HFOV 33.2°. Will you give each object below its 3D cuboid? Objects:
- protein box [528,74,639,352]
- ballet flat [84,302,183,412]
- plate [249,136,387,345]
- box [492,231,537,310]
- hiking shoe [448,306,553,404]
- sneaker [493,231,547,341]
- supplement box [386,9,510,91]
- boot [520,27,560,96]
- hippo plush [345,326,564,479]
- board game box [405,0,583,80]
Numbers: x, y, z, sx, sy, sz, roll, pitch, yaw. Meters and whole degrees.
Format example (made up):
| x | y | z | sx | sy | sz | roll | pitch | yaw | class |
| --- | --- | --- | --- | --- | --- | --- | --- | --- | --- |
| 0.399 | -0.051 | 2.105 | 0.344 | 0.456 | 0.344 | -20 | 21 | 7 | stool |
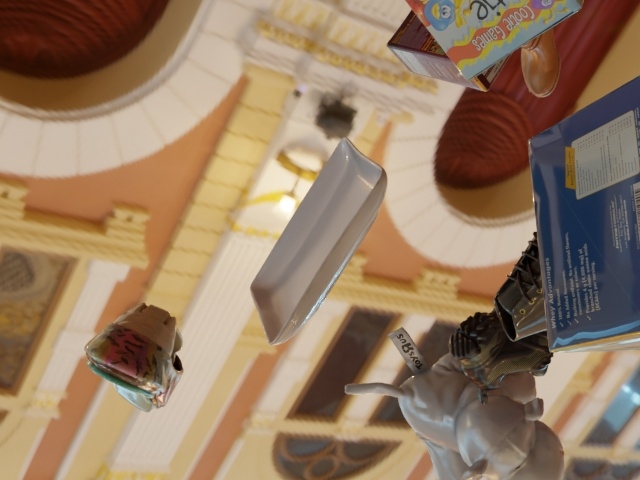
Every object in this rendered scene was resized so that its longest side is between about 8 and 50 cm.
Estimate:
| x | y | z | sx | sy | sz | roll | pitch | yaw | class |
| --- | --- | --- | --- | --- | --- | --- | --- | --- | --- |
| 0.288 | -0.017 | 0.894 | 0.136 | 0.200 | 0.201 | 0 | 168 | -19 | protein box |
| -0.153 | 0.099 | 0.933 | 0.077 | 0.079 | 0.221 | 30 | 166 | 5 | ballet flat |
| 0.000 | 0.000 | 1.515 | 0.045 | 0.277 | 0.278 | 31 | -173 | -16 | plate |
| 0.344 | 0.046 | 1.723 | 0.051 | 0.175 | 0.220 | 30 | -130 | 12 | box |
| 0.278 | 0.116 | 1.416 | 0.114 | 0.227 | 0.086 | 61 | 172 | -27 | hiking shoe |
| 0.244 | 0.021 | 1.142 | 0.118 | 0.222 | 0.083 | -21 | -141 | -8 | sneaker |
| 0.213 | -0.320 | 1.742 | 0.188 | 0.104 | 0.081 | 26 | 169 | 49 | supplement box |
| 0.379 | -0.349 | 1.919 | 0.073 | 0.197 | 0.152 | -1 | -168 | 22 | boot |
| 0.247 | 0.243 | 1.539 | 0.294 | 0.234 | 0.236 | 48 | 165 | -23 | hippo plush |
| 0.193 | -0.315 | 1.150 | 0.142 | 0.144 | 0.275 | 49 | -147 | -16 | board game box |
